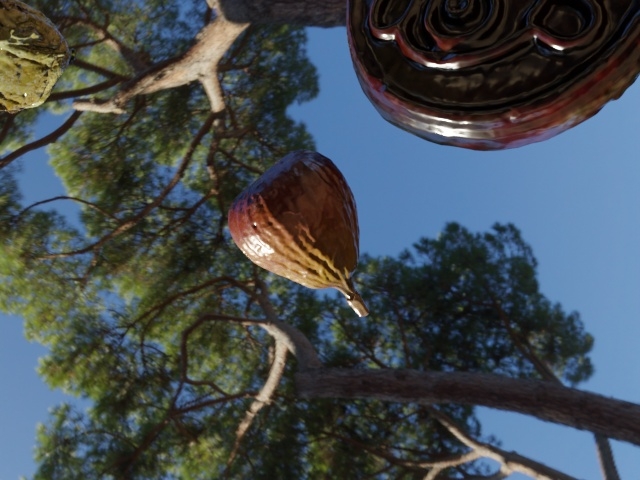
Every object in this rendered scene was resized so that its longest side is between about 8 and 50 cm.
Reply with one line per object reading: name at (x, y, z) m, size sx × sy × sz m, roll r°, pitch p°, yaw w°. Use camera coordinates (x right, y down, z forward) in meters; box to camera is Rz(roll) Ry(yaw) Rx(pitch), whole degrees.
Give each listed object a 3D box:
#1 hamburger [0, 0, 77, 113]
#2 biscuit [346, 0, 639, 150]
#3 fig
hamburger at (-0.523, -0.309, 1.074) m, size 0.183 × 0.206 × 0.130 m, roll 19°, pitch -140°, yaw -51°
biscuit at (0.209, -0.306, 0.766) m, size 0.091 × 0.407 × 0.408 m, roll 31°, pitch -105°, yaw -57°
fig at (-0.006, -0.010, 0.555) m, size 0.153 × 0.119 × 0.119 m, roll 42°, pitch -116°, yaw 18°
